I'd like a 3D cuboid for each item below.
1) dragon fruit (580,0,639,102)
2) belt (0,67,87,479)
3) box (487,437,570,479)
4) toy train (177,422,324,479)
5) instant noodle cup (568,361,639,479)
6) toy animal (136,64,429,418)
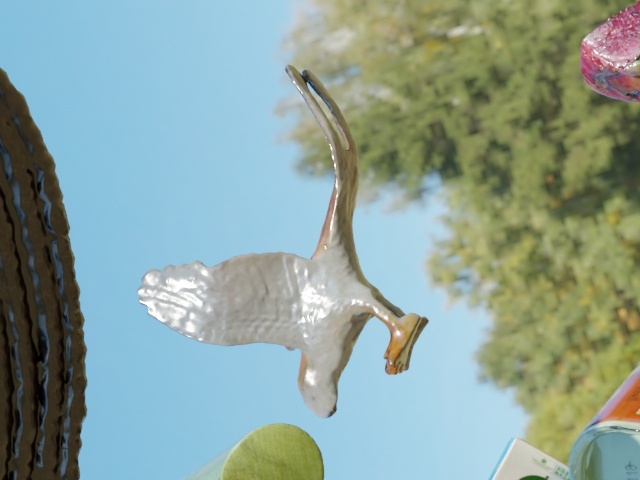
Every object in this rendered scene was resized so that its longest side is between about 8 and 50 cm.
[{"bbox_3d":[0.348,-0.192,1.712,0.096,0.147,0.102,59,-175,37],"label":"dragon fruit"},{"bbox_3d":[-0.197,0.055,0.639,0.184,0.164,0.289,1,-86,-36],"label":"belt"},{"bbox_3d":[0.271,0.332,1.903,0.139,0.194,0.073,-60,-5,-7],"label":"box"},{"bbox_3d":[-0.091,0.270,1.494,0.189,0.307,0.126,-39,-91,-29],"label":"toy train"},{"bbox_3d":[0.379,0.181,1.442,0.308,0.294,0.294,-34,-71,-44],"label":"instant noodle cup"},{"bbox_3d":[0.014,0.014,1.713,0.302,0.284,0.225,37,-165,33],"label":"toy animal"}]
